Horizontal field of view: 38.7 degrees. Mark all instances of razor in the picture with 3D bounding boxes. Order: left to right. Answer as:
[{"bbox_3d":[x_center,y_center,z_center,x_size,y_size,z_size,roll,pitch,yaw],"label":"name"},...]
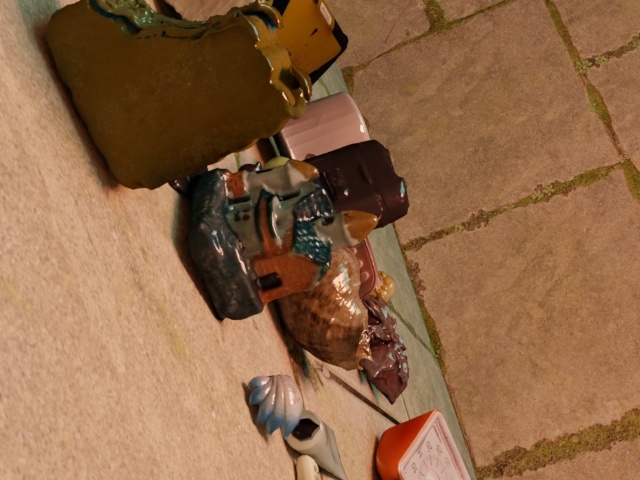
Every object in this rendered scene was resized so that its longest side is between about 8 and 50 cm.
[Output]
[{"bbox_3d":[-0.003,-0.085,1.753,0.107,0.326,0.189,100,-27,-59],"label":"razor"}]

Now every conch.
[{"bbox_3d":[-0.005,0.124,1.765,0.158,0.210,0.291,12,44,-35],"label":"conch"}]

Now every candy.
[{"bbox_3d":[-0.055,-0.040,2.106,0.093,0.092,0.336,31,-34,54],"label":"candy"}]

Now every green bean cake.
[{"bbox_3d":[-0.184,-0.248,1.263,0.202,0.309,0.285,-59,129,-73],"label":"green bean cake"}]

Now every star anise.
[{"bbox_3d":[0.152,0.264,2.351,0.332,0.117,0.332,56,20,-32],"label":"star anise"}]

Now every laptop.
[{"bbox_3d":[-0.225,-0.116,1.572,0.180,0.016,0.129,48,24,-63],"label":"laptop"}]

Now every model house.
[{"bbox_3d":[-0.053,-0.026,1.494,0.253,0.291,0.185,-89,164,-59],"label":"model house"}]

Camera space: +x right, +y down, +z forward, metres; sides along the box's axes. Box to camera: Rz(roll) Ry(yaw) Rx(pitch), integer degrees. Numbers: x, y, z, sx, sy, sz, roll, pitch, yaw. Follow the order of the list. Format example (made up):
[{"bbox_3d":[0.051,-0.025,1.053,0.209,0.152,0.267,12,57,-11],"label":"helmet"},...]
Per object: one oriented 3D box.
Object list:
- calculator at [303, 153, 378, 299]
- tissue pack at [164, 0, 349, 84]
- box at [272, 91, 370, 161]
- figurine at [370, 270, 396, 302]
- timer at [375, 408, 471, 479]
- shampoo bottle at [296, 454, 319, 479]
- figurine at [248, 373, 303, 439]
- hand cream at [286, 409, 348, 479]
[{"bbox_3d":[0.000,0.000,1.894,0.048,0.220,0.330,-12,75,-55],"label":"calculator"},{"bbox_3d":[-0.136,-0.479,1.945,0.253,0.264,0.416,47,3,20],"label":"tissue pack"},{"bbox_3d":[-0.008,-0.266,2.217,0.262,0.206,0.291,151,-83,-83],"label":"box"},{"bbox_3d":[0.135,0.104,2.622,0.108,0.114,0.196,-52,122,-24],"label":"figurine"},{"bbox_3d":[0.229,0.562,2.073,0.258,0.161,0.250,66,20,-12],"label":"timer"},{"bbox_3d":[-0.017,0.422,1.493,0.141,0.034,0.049,-97,168,-50],"label":"shampoo bottle"},{"bbox_3d":[-0.067,0.267,1.459,0.114,0.079,0.114,36,45,-47],"label":"figurine"},{"bbox_3d":[0.007,0.370,1.662,0.321,0.067,0.109,55,16,-64],"label":"hand cream"}]
